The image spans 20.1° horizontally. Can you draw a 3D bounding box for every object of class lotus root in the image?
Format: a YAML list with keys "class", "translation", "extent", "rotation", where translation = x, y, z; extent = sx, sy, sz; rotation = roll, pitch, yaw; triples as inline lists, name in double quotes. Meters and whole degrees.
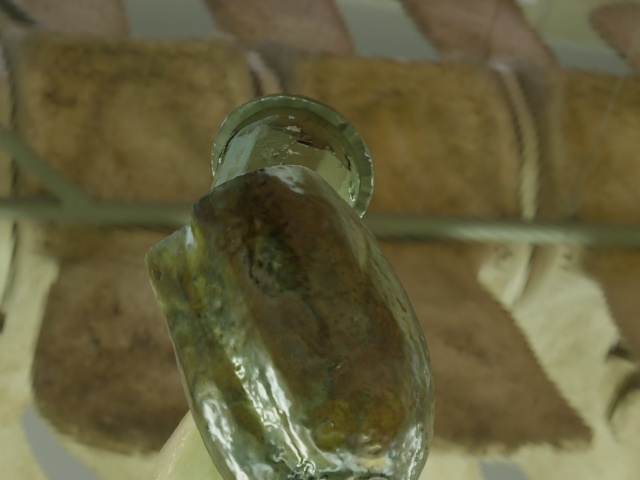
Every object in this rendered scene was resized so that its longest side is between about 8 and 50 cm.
- class: "lotus root"
  translation: [-0.016, 0.115, 1.732]
  extent: [0.250, 0.250, 0.346]
  rotation: [-1, -126, -32]

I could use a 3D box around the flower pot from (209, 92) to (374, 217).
- class: "flower pot"
  translation: [-0.055, -0.047, 2.173]
  extent: [0.212, 0.212, 0.202]
  rotation: [19, -150, 4]

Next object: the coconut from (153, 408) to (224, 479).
- class: "coconut"
  translation: [-0.053, 0.250, 1.962]
  extent: [0.259, 0.259, 0.259]
  rotation: [14, -154, -7]
